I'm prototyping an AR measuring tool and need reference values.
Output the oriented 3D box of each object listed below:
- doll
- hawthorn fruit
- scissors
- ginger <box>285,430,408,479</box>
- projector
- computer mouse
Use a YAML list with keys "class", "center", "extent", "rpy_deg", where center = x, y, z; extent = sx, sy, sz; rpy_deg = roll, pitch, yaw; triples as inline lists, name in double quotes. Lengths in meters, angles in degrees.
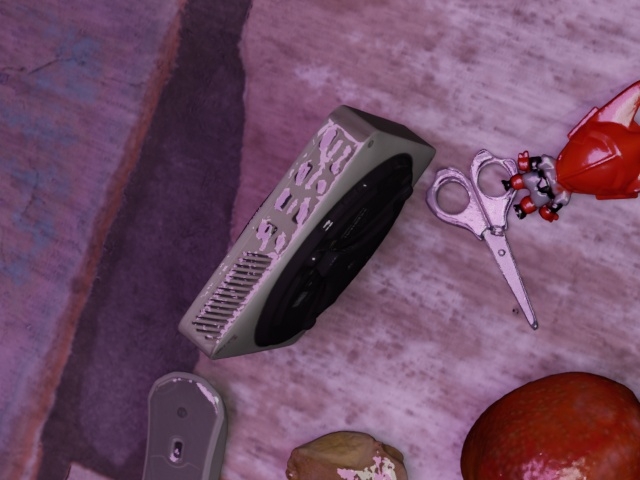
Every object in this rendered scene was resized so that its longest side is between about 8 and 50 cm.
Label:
- class: "doll"
  center: [0.261, -0.074, 1.382]
  extent: [0.169, 0.057, 0.109]
  rpy_deg: [-25, 94, 10]
- class: "hawthorn fruit"
  center: [0.247, 0.206, 1.320]
  extent: [0.225, 0.196, 0.196]
  rpy_deg: [-37, 77, -3]
- class: "scissors"
  center: [0.178, 0.004, 1.433]
  extent: [0.100, 0.015, 0.189]
  rpy_deg: [-25, 82, 14]
- class: "ginger"
  center: [0.037, 0.303, 1.445]
  extent: [0.137, 0.074, 0.213]
  rpy_deg: [-13, 91, 18]
- class: "projector"
  center: [0.000, 0.000, 1.364]
  extent: [0.079, 0.259, 0.257]
  rpy_deg: [38, 100, 14]
- class: "computer mouse"
  center: [-0.142, 0.224, 1.513]
  extent: [0.089, 0.056, 0.182]
  rpy_deg: [12, 101, 20]
